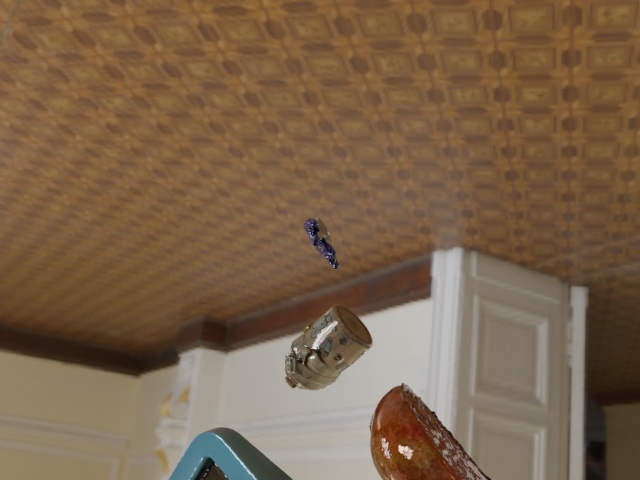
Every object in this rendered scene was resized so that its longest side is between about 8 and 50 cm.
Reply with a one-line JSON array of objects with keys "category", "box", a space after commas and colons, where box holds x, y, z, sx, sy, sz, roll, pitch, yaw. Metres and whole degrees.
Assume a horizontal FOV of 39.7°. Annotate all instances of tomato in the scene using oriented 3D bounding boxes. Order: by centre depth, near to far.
[{"category": "tomato", "box": [0.142, 0.297, 1.109, 0.095, 0.236, 0.237, -41, 148, 7]}]

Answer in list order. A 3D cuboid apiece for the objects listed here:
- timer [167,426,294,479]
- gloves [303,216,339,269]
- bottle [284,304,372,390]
[{"category": "timer", "box": [-0.098, 0.353, 0.936, 0.250, 0.231, 0.091, 35, -167, 26]}, {"category": "gloves", "box": [0.000, 0.000, 1.120, 0.026, 0.086, 0.064, -30, 128, 5]}, {"category": "bottle", "box": [0.001, 0.182, 1.409, 0.152, 0.099, 0.099, -42, 142, 15]}]
